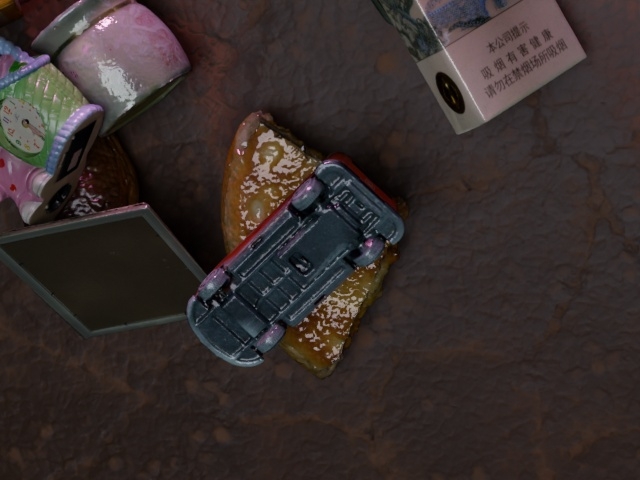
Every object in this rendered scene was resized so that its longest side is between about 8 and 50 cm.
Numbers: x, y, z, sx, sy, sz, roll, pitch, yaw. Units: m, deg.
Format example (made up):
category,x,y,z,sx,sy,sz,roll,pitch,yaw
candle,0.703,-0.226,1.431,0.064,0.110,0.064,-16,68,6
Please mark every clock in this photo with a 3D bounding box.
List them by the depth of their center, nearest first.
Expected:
category,x,y,z,sx,sy,sz,roll,pitch,yaw
clock,-0.357,-0.137,1.840,0.195,0.100,0.194,36,127,11

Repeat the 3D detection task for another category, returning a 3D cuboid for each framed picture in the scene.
category,x,y,z,sx,sy,sz,roll,pitch,yaw
framed picture,-0.244,0.039,1.914,0.217,0.274,0.017,-9,59,14

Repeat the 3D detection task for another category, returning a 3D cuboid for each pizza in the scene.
category,x,y,z,sx,sy,sz,roll,pitch,yaw
pizza,0.000,0.000,1.907,0.226,0.086,0.335,-15,102,11

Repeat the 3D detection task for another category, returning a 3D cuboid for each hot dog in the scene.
category,x,y,z,sx,sy,sz,roll,pitch,yaw
hot dog,-0.314,-0.076,1.950,0.160,0.099,0.227,-24,92,19

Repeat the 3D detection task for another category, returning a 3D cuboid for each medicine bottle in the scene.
category,x,y,z,sx,sy,sz,roll,pitch,yaw
medicine bottle,-0.244,-0.214,1.876,0.147,0.147,0.143,-37,92,19

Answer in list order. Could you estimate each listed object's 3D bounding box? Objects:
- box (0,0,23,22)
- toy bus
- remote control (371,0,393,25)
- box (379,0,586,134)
category,x,y,z,sx,sy,sz,roll,pitch,yaw
box,-0.491,-0.342,1.815,0.214,0.259,0.283,-26,97,-7
toy bus,-0.032,0.019,1.811,0.121,0.120,0.265,42,108,-11
remote control,0.041,-0.341,1.795,0.042,0.072,0.222,-21,113,22
box,0.159,-0.268,1.763,0.256,0.164,0.069,59,153,-6
